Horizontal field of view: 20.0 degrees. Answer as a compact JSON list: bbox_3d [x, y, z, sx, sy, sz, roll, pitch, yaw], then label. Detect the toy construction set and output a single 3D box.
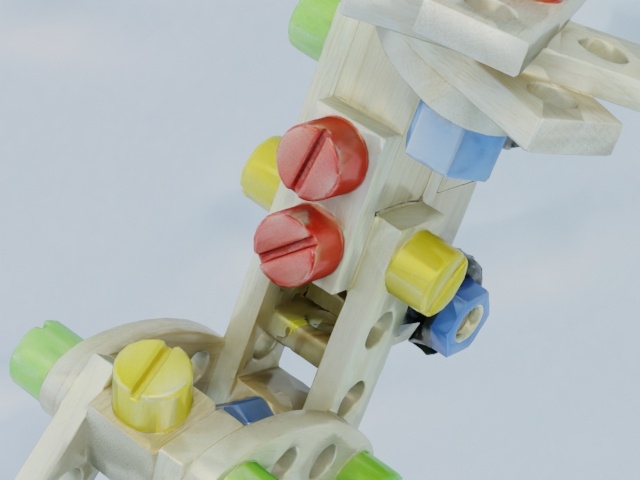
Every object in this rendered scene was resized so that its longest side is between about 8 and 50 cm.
[{"bbox_3d":[0.000,0.000,0.668,0.151,0.215,0.328,47,124,18],"label":"toy construction set"}]
